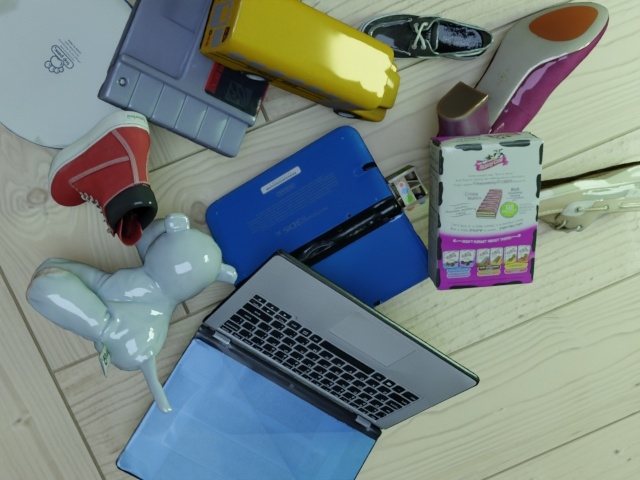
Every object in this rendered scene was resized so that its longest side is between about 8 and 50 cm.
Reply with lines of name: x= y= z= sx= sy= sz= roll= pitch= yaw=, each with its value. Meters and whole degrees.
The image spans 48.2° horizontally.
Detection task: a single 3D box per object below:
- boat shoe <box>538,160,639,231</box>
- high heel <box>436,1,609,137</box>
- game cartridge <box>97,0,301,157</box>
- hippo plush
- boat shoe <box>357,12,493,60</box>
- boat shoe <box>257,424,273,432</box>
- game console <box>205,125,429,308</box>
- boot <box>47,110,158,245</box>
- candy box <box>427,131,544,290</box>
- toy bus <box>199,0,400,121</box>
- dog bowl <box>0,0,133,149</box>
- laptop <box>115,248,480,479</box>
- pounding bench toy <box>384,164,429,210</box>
boat shoe: x=0.429 y=-0.059 z=1.212 sx=0.303 sy=0.109 sz=0.098 roll=-14 pitch=98 yaw=-10
high heel: x=0.336 y=-0.248 z=1.203 sx=0.377 sy=0.127 sz=0.181 roll=-34 pitch=144 yaw=-12
game cartridge: x=-0.159 y=-0.327 z=1.073 sx=0.230 sy=0.068 sz=0.354 roll=22 pitch=86 yaw=-28
hippo plush: x=-0.278 y=0.055 z=1.077 sx=0.234 sy=0.294 sz=0.236 roll=42 pitch=82 yaw=-27
boat shoe: x=0.170 y=-0.334 z=1.163 sx=0.220 sy=0.070 sz=0.077 roll=0 pitch=98 yaw=-6
boat shoe: x=-0.099 y=0.376 z=1.246 sx=0.049 sy=0.042 sz=0.132 roll=-5 pitch=100 yaw=-8
game console: x=0.000 y=0.000 z=1.191 sx=0.293 sy=0.173 sz=0.250 roll=-30 pitch=69 yaw=8
boot: x=-0.323 y=-0.057 z=1.048 sx=0.088 sy=0.244 sz=0.176 roll=4 pitch=67 yaw=-44
candy box: x=0.251 y=-0.046 z=1.111 sx=0.159 sy=0.071 sz=0.233 roll=-4 pitch=112 yaw=-6
toy bus: x=-0.010 y=-0.273 z=1.063 sx=0.333 sy=0.130 sz=0.108 roll=15 pitch=90 yaw=-35
dog bowl: x=-0.385 y=-0.270 z=1.095 sx=0.265 sy=0.104 sz=0.264 roll=-1 pitch=97 yaw=-6
laptop: x=-0.040 y=0.283 z=1.121 sx=0.382 sy=0.236 sz=0.408 roll=33 pitch=137 yaw=-15
pounding bench toy: x=0.132 y=-0.078 z=1.202 sx=0.083 sy=0.052 sz=0.065 roll=-29 pitch=100 yaw=-2
